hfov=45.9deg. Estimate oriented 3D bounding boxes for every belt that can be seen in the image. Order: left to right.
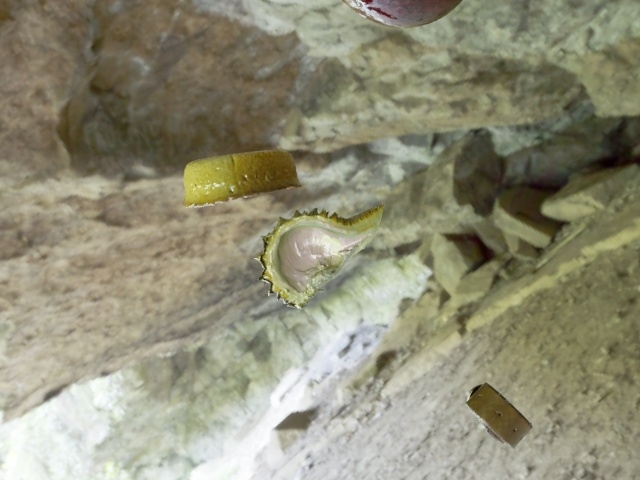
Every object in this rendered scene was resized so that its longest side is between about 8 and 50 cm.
[{"bbox_3d":[0.166,0.165,0.713,0.036,0.059,0.083,-47,-38,-2],"label":"belt"}]

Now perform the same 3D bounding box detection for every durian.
[{"bbox_3d":[0.004,0.004,1.177,0.224,0.140,0.078,-30,4,5],"label":"durian"}]

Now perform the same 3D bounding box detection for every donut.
[{"bbox_3d":[-0.101,-0.079,0.946,0.151,0.058,0.152,-8,6,1],"label":"donut"}]

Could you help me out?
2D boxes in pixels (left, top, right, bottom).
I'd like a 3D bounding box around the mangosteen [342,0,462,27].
[{"bbox_3d":[0.072,-0.367,0.881,0.215,0.257,0.215,-30,-47,-37],"label":"mangosteen"}]
